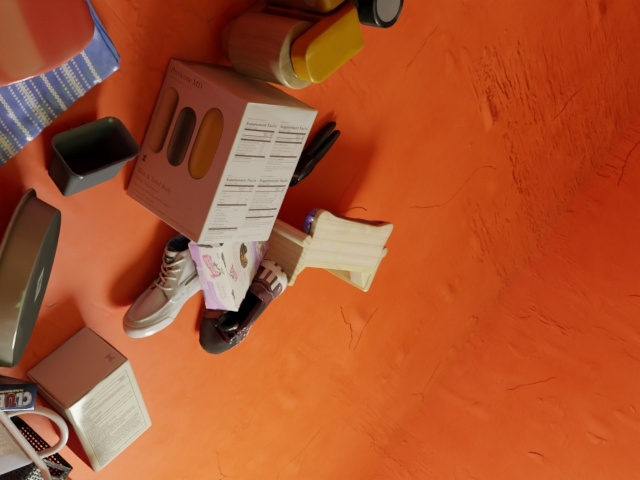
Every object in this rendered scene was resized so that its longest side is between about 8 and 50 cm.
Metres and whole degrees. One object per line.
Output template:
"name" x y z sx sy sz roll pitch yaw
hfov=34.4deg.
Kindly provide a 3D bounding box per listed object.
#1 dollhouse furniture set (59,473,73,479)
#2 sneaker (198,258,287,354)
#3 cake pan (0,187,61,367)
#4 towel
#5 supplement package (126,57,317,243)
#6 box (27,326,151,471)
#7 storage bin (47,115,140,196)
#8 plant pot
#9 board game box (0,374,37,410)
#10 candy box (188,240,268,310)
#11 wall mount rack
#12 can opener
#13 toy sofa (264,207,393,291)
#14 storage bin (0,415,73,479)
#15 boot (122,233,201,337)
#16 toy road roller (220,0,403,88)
"dollhouse furniture set" -0.481 0.655 1.958 0.256 0.394 0.362 -19 133 -47
"sneaker" -0.191 0.161 2.117 0.281 0.106 0.162 -50 180 31
"cake pan" -0.461 0.066 1.591 0.293 0.054 0.293 -165 -90 -82
"towel" -0.453 -0.236 1.504 0.336 0.040 0.243 -47 148 -18
"supplement package" -0.176 -0.156 1.829 0.198 0.199 0.262 -4 121 -54
"box" -0.434 0.303 1.961 0.149 0.127 0.232 -40 146 -27
"storage bin" -0.379 -0.134 1.673 0.135 0.098 0.091 -29 168 -41
"plant pot" -0.431 -0.342 1.236 0.275 0.275 0.243 -34 135 -35
"board game box" -0.574 0.216 1.554 0.165 0.243 0.042 11 86 -58
"candy box" -0.175 0.012 2.011 0.196 0.070 0.164 -65 153 -47
"wall mount rack" -0.555 0.415 1.673 0.350 0.130 0.304 -20 120 10
"can opener" -0.015 -0.181 2.194 0.186 0.073 0.059 -49 143 -32
"toy sofa" 0.000 0.000 2.296 0.362 0.150 0.177 7 107 -58
"storage bin" -0.540 0.376 1.818 0.084 0.180 0.122 -54 150 -7
"boot" -0.295 0.067 1.997 0.258 0.095 0.123 -46 144 -36
"toy road roller" -0.027 -0.443 1.792 0.329 0.202 0.240 -46 137 -29
